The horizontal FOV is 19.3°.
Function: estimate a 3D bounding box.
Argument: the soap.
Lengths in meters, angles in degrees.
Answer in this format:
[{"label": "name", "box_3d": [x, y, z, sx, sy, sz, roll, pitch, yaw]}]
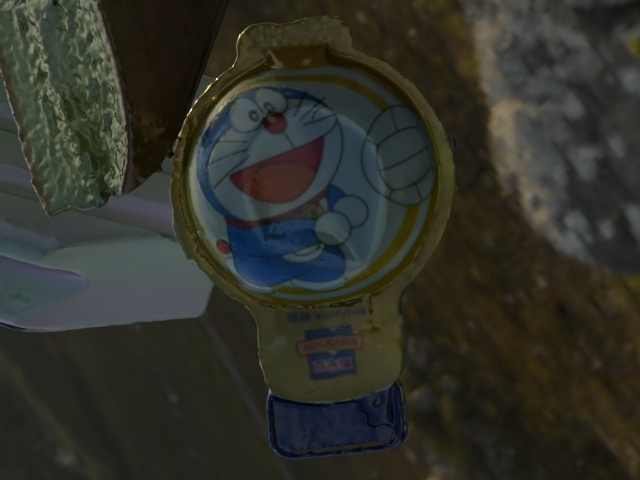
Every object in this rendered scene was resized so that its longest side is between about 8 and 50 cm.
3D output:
[{"label": "soap", "box_3d": [-0.298, -0.066, 1.709, 0.446, 0.261, 0.156, 15, 139, -5]}]

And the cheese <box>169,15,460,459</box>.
[{"label": "cheese", "box_3d": [0.000, 0.000, 1.145, 0.069, 0.177, 0.270, -99, 2, -80]}]

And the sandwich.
[{"label": "sandwich", "box_3d": [-0.092, -0.136, 0.913, 0.090, 0.244, 0.088, -6, 147, 47]}]
